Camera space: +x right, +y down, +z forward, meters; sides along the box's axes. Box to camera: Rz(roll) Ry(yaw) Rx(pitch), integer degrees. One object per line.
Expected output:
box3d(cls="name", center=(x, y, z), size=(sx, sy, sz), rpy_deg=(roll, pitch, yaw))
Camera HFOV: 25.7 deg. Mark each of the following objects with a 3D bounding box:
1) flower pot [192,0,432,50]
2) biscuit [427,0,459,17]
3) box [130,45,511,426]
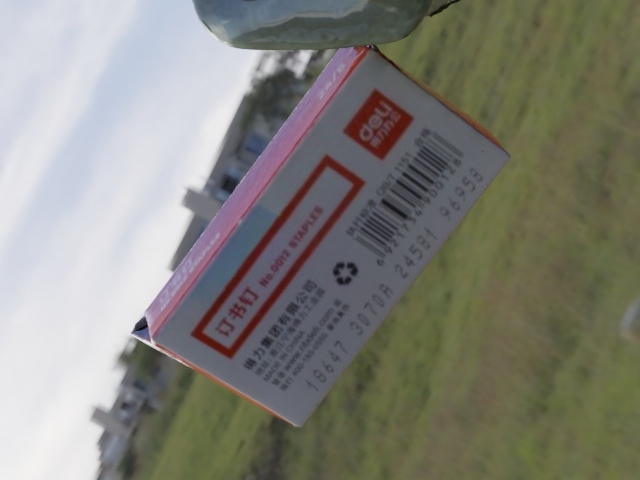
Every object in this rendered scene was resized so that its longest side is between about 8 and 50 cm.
box3d(cls="flower pot", center=(-0.009, -0.304, 0.761), size=(0.254, 0.165, 0.367), rpy_deg=(-72, -21, -55))
box3d(cls="biscuit", center=(0.148, -0.318, 1.188), size=(0.252, 0.150, 0.052), rpy_deg=(-38, 28, -4))
box3d(cls="box", center=(0.000, 0.000, 0.850), size=(0.229, 0.123, 0.050), rpy_deg=(-53, 25, 8))
